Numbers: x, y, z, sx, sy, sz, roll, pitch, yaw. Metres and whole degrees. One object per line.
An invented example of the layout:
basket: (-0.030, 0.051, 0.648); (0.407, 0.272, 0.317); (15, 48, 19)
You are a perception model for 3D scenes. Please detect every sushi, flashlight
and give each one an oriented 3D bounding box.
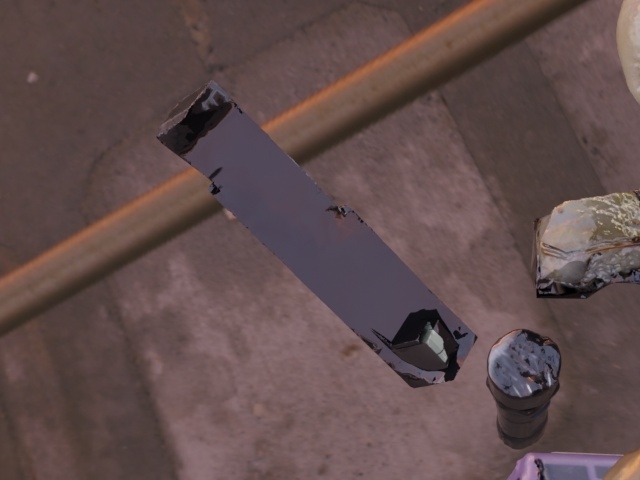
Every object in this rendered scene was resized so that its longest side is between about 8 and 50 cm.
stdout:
sushi: (0.398, -0.012, 1.490); (0.272, 0.109, 0.134); (-2, 51, 4)
flashlight: (0.292, 0.229, 1.731); (0.103, 0.424, 0.103); (-3, 69, 8)

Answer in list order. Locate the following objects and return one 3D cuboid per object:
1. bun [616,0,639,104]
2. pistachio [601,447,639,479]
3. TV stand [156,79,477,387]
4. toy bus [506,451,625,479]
bun: (0.429, -0.211, 1.323); (0.178, 0.128, 0.193); (-9, 90, -11)
pistachio: (0.291, 0.254, 1.062); (0.113, 0.113, 0.149); (12, 80, 24)
TV stand: (0.000, 0.000, 0.798); (0.049, 0.256, 0.040); (-20, 30, 53)
toy bus: (0.411, 0.377, 1.390); (0.439, 0.209, 0.249); (3, 53, -4)
